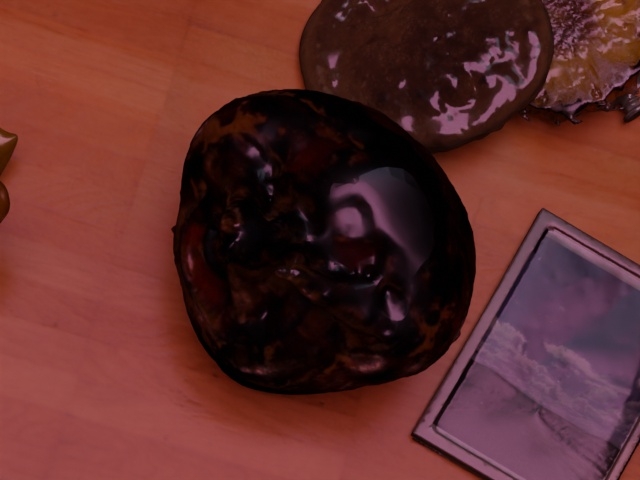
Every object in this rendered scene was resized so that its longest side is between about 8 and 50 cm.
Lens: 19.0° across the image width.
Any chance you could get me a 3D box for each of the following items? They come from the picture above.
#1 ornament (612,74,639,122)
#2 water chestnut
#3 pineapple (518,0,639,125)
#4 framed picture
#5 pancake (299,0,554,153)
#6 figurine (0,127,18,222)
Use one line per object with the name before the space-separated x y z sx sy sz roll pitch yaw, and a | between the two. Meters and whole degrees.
ornament | 0.282 -0.159 1.845 0.068 0.041 0.092 -6 84 10
water chestnut | 0.000 0.000 1.650 0.289 0.244 0.289 3 73 -11
pineapple | 0.224 -0.210 1.824 0.221 0.047 0.221 -2 77 8
framed picture | 0.224 0.121 1.765 0.189 0.023 0.260 31 72 4
pancake | 0.097 -0.193 1.793 0.241 0.050 0.242 -3 72 8
figurine | -0.363 -0.047 1.622 0.215 0.228 0.215 1 83 -4
